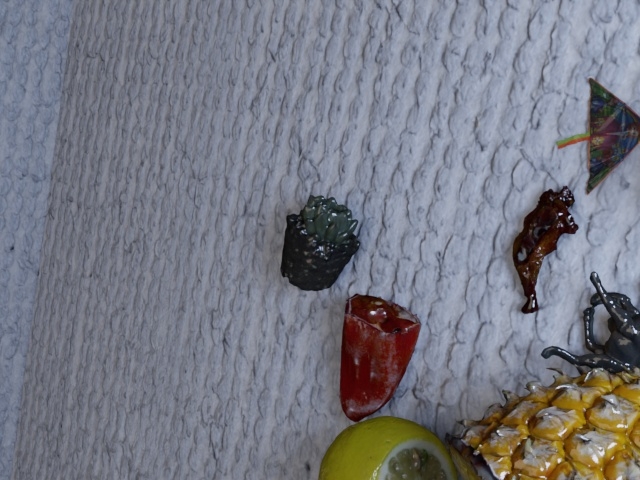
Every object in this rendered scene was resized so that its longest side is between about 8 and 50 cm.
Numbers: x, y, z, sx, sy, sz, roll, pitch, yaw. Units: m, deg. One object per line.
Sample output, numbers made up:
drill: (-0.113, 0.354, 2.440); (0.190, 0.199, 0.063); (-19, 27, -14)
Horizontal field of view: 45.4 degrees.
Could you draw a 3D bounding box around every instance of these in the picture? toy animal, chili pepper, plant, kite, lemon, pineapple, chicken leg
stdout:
toy animal: (0.442, 0.142, 1.137); (0.148, 0.084, 0.233); (38, 110, 37)
chili pepper: (0.104, 0.239, 1.457); (0.144, 0.136, 0.253); (7, 107, 0)
plant: (0.000, 0.000, 1.542); (0.129, 0.132, 0.195); (41, 120, 34)
kite: (0.443, -0.165, 1.203); (0.159, 0.010, 0.190); (1, 87, 46)
lemon: (0.104, 0.429, 1.346); (0.219, 0.240, 0.241); (-18, 75, 55)
pineapple: (0.358, 0.333, 1.020); (0.352, 0.300, 0.353); (158, 90, -81)
chicken leg: (0.357, 0.011, 1.250); (0.089, 0.048, 0.219); (38, 113, 42)
